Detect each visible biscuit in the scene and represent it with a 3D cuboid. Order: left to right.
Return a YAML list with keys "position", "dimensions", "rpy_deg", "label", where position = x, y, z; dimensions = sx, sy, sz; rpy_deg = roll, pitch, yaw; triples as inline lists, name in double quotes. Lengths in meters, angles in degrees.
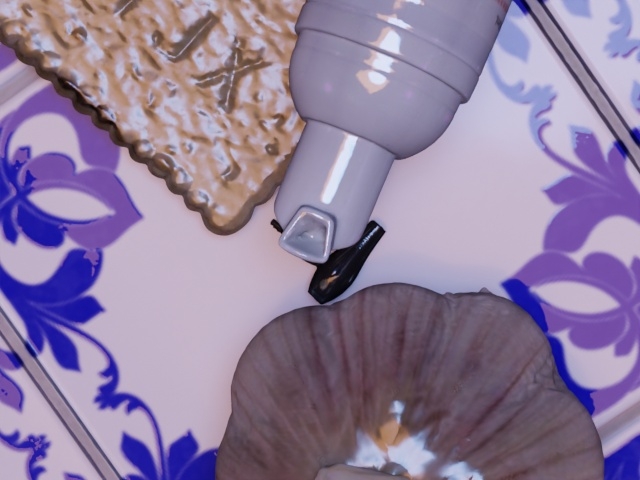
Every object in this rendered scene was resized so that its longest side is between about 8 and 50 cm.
- position: [-0.123, -0.180, 1.553]
  dimensions: [0.325, 0.044, 0.217]
  rpy_deg: [40, 95, -4]
  label: "biscuit"

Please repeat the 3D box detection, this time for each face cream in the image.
- position: [0.054, -0.156, 1.461]
  dimensions: [0.145, 0.145, 0.370]
  rpy_deg: [24, 87, 2]
  label: "face cream"

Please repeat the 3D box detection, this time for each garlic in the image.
- position: [0.067, 0.186, 1.505]
  dimensions: [0.321, 0.241, 0.322]
  rpy_deg: [-4, 107, -14]
  label: "garlic"

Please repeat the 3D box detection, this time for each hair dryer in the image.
- position: [0.000, 0.000, 1.579]
  dimensions: [0.083, 0.031, 0.079]
  rpy_deg: [39, 87, 7]
  label: "hair dryer"
